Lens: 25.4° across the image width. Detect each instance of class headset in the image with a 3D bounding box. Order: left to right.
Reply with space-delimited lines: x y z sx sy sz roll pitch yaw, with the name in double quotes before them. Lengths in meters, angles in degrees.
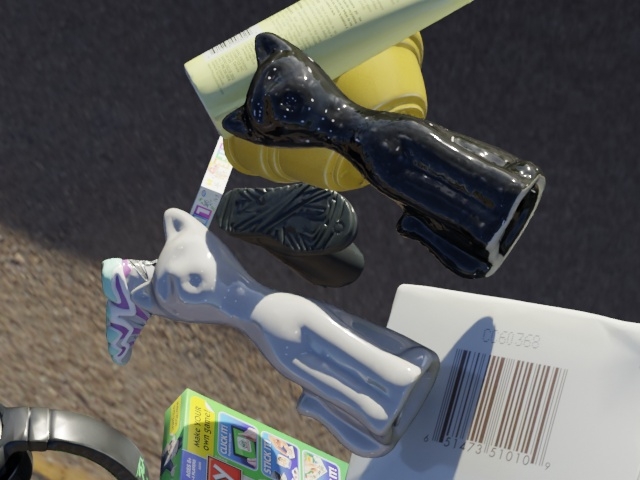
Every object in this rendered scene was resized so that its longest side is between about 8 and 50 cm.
"headset" -0.385 0.261 1.548 0.394 0.243 0.185 2 39 -10

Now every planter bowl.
"planter bowl" 0.027 -0.109 1.255 0.217 0.217 0.090 -38 66 -9

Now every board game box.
"board game box" -0.128 -0.058 1.654 0.026 0.103 0.154 21 34 -5
"board game box" -0.051 0.298 1.295 0.213 0.046 0.317 29 32 -22

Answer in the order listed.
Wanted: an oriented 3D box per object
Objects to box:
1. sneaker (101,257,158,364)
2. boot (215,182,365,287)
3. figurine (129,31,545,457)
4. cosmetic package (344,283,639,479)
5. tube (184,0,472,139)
"sneaker" -0.139 0.058 1.145 0.069 0.098 0.038 -4 35 -7
"boot" 0.003 -0.001 1.966 0.246 0.207 0.094 6 74 42
"figurine" 0.000 0.000 0.903 0.209 0.092 0.215 30 93 15
"cosmetic package" 0.215 0.166 1.043 0.217 0.385 0.156 8 76 38
"tube" 0.023 -0.152 0.993 0.240 0.062 0.070 -30 84 0
